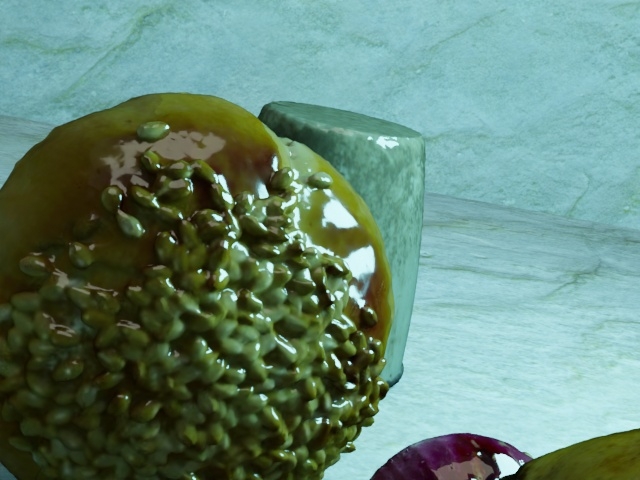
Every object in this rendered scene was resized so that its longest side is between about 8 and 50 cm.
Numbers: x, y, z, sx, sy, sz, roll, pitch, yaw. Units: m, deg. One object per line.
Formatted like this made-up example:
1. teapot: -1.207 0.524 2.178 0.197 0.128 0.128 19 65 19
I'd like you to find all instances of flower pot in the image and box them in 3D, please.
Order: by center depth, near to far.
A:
1. flower pot: 0.000 0.000 1.332 0.294 0.330 0.293 11 16 -3

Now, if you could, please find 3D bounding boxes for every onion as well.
1. onion: 0.105 0.236 0.791 0.177 0.177 0.153 0 -4 -40

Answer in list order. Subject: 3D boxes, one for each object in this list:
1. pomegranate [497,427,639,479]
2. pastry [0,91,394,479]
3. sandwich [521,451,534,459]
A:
1. pomegranate: 0.183 0.248 0.542 0.322 0.322 0.322 12 14 -3
2. pastry: -0.109 0.069 0.887 0.410 0.409 0.245 4 6 -31
3. sandwich: 0.206 0.300 0.958 0.163 0.113 0.079 46 11 -7
